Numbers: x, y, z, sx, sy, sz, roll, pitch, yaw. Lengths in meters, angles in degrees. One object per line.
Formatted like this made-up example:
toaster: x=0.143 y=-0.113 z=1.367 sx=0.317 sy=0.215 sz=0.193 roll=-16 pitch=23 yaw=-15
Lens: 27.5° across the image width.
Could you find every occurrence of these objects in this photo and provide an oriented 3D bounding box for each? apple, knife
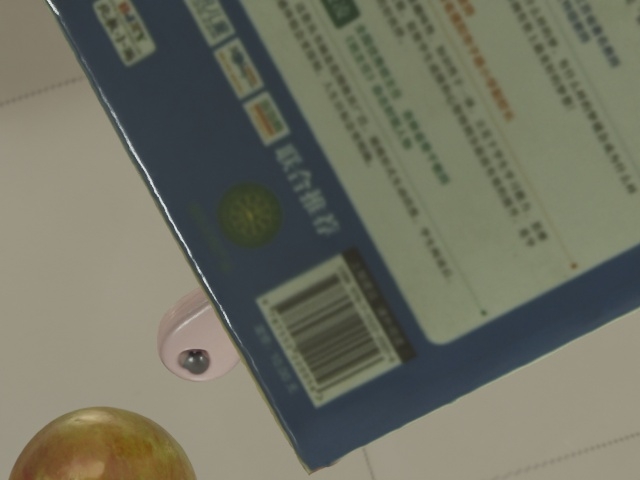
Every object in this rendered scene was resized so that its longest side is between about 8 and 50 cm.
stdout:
apple: x=-0.217 y=0.257 z=1.299 sx=0.195 sy=0.196 sz=0.196 roll=0 pitch=86 yaw=3
knife: x=0.002 y=0.002 z=0.996 sx=0.081 sy=0.043 sz=0.336 roll=38 pitch=115 yaw=-26

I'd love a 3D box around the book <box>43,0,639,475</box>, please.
book: x=0.108 y=-0.106 z=0.638 sx=0.428 sy=0.039 sz=0.300 roll=-28 pitch=94 yaw=11
